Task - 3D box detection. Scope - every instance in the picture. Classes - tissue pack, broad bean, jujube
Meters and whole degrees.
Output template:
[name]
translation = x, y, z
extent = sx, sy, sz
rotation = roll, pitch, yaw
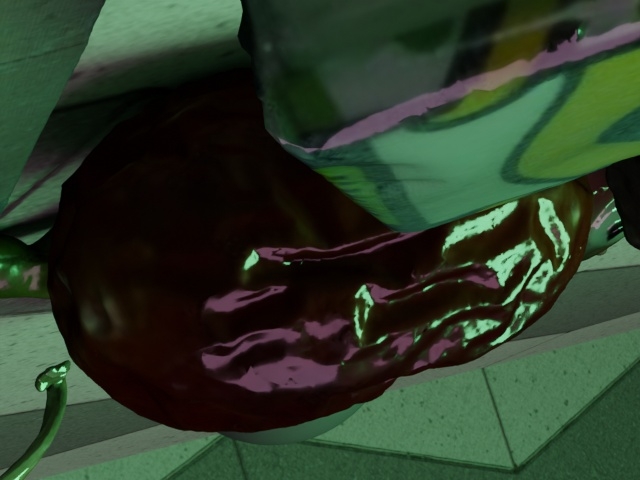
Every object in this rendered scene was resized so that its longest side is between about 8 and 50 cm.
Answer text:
[tissue pack]
translation = 0.133, -0.110, 0.553
extent = 0.310, 0.128, 0.228
rotation = -18, 172, 7
[broad bean]
translation = -0.093, -0.006, 0.977
extent = 0.213, 0.048, 0.070
rotation = -15, 171, 3
[jujube]
translation = 0.000, 0.000, 0.829
extent = 0.250, 0.174, 0.174
rotation = -9, 168, -22

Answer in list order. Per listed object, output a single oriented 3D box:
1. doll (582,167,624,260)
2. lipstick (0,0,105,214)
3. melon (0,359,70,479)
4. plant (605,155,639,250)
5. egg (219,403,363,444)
[doll]
translation = 0.146, -0.031, 1.114
extent = 0.262, 0.093, 0.211
rotation = -10, 155, -27
[lipstick]
translation = -0.121, -0.062, 0.560
extent = 0.068, 0.066, 0.317
rotation = -13, 169, -21
[melon]
translation = -0.290, 0.114, 0.702
extent = 0.308, 0.272, 0.272
rotation = -3, 177, 27
[plant]
translation = 0.306, -0.048, 0.977
extent = 0.276, 0.199, 0.188
rotation = -29, -179, 0
[egg]
translation = -0.027, 0.056, 1.140
extent = 0.146, 0.146, 0.198
rotation = -13, 177, -26
